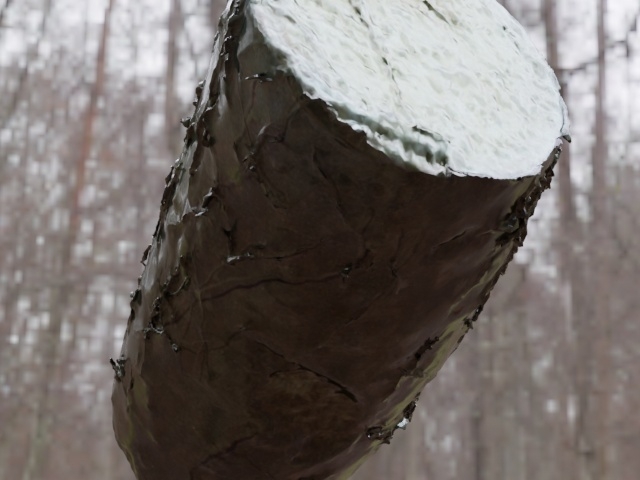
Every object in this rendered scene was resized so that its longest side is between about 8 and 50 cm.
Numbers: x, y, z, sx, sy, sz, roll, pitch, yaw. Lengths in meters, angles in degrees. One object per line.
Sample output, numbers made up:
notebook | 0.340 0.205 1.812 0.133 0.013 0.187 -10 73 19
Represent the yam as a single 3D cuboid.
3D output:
yam | 0.000 0.000 0.452 0.107 0.107 0.183 6 -42 -19
